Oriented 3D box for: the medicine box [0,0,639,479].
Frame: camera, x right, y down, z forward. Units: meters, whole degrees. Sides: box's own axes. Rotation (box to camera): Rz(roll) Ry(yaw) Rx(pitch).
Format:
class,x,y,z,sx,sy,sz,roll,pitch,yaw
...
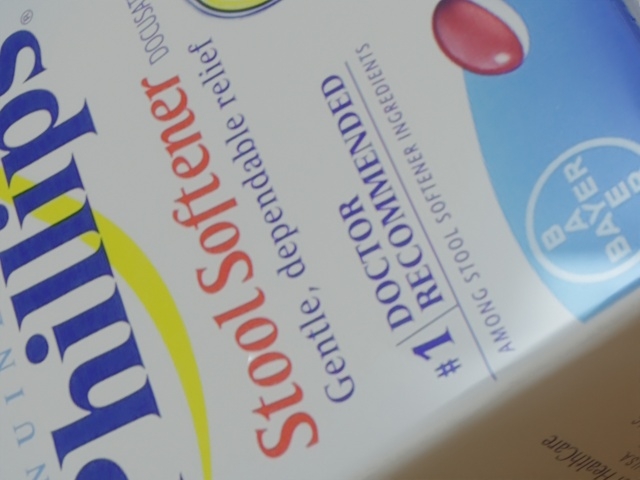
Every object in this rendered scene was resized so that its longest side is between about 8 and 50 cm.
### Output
class,x,y,z,sx,sy,sz,roll,pitch,yaw
medicine box,0.000,0.000,0.634,0.289,0.149,0.263,-35,54,17
